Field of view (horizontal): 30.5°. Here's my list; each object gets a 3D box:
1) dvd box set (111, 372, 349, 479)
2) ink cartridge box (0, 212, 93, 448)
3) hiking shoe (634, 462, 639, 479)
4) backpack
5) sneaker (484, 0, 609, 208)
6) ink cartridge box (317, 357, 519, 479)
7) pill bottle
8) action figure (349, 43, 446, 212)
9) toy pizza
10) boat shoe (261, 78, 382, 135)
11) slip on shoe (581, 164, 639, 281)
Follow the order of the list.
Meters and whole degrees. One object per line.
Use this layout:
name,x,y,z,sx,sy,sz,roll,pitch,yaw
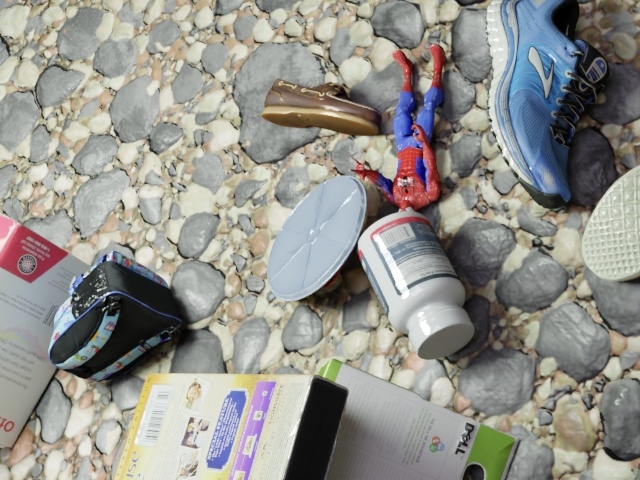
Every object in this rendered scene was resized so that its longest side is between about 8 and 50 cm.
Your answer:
dvd box set,-0.145,0.318,1.470,0.420,0.062,0.307,-10,59,54
ink cartridge box,-0.493,0.128,1.755,0.131,0.226,0.306,24,79,34
hiking shoe,0.411,0.215,1.263,0.086,0.227,0.114,17,66,-14
backpack,-0.312,0.121,1.715,0.173,0.158,0.116,-41,46,19
sneaker,0.305,-0.198,1.551,0.147,0.130,0.329,-13,62,25
ink cartridge box,0.090,0.285,1.467,0.255,0.097,0.188,23,77,-1
pill bottle,0.127,0.061,1.534,0.108,0.108,0.180,-32,57,11
action figure,0.115,-0.156,1.630,0.092,0.139,0.280,-7,67,26
toy pizza,0.000,0.000,1.645,0.201,0.032,0.201,-37,34,31
boat shoe,0.003,-0.204,1.743,0.207,0.073,0.073,13,76,31
slip on shoe,0.458,-0.072,1.434,0.331,0.101,0.123,-48,61,16
